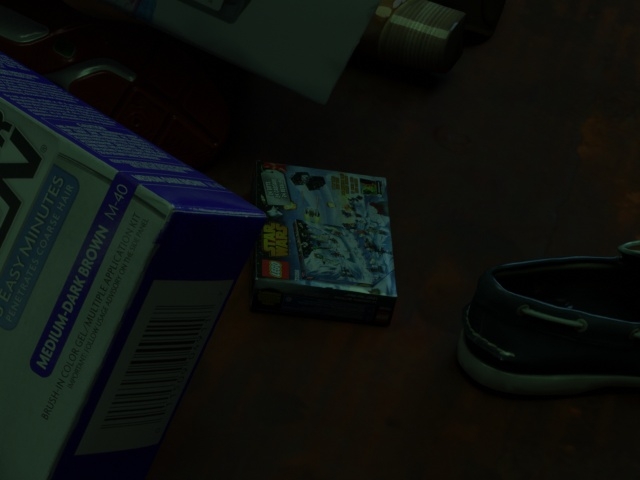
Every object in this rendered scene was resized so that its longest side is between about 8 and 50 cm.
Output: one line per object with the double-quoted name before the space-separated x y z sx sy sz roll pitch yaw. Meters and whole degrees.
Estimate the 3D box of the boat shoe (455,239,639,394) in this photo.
"boat shoe" 0.209 0.041 1.194 0.254 0.079 0.095 -1 38 -17

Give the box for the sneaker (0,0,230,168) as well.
"sneaker" -0.169 -0.132 1.303 0.221 0.087 0.128 33 3 -23

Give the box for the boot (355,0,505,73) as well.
"boot" 0.067 -0.210 1.505 0.152 0.073 0.197 20 34 19

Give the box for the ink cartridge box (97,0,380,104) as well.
"ink cartridge box" -0.124 -0.237 1.306 0.306 0.131 0.226 23 13 -24

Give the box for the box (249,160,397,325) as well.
"box" 0.000 0.000 1.236 0.094 0.027 0.137 8 36 -7

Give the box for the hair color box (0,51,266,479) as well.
"hair color box" -0.217 -0.015 1.043 0.339 0.185 0.110 31 13 26
